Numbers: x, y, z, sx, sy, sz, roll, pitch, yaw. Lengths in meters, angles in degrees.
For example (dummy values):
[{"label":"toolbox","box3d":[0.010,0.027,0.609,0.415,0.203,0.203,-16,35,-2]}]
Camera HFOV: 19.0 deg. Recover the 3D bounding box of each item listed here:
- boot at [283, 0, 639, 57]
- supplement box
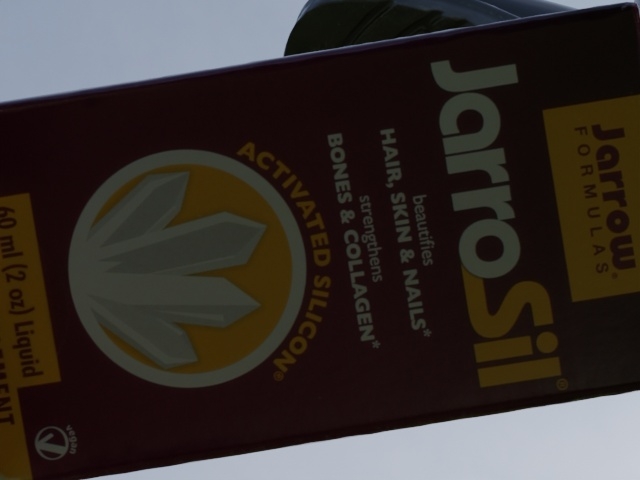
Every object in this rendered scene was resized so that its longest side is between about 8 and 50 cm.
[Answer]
[{"label":"boot","box3d":[0.203,-0.147,1.155,0.367,0.445,0.146,26,-48,-1]},{"label":"supplement box","box3d":[0.000,0.000,0.534,0.188,0.081,0.104,-9,-87,3]}]
